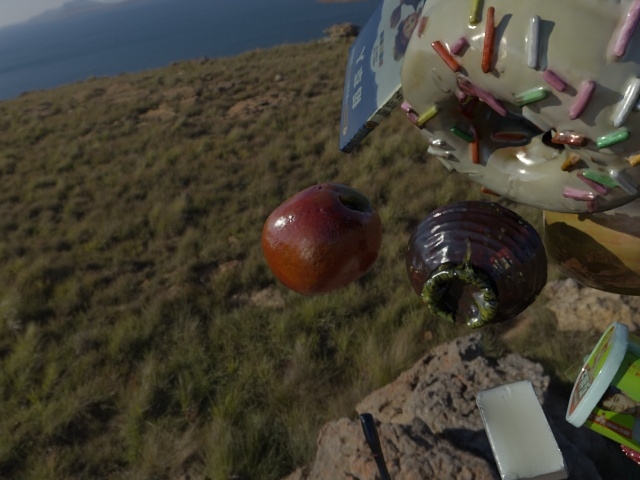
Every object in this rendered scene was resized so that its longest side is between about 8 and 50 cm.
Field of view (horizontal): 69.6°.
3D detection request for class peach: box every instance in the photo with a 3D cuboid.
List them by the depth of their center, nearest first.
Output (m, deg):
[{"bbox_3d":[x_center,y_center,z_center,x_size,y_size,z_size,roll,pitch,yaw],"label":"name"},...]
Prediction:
[{"bbox_3d":[0.001,0.002,1.381,0.373,0.372,0.290,-22,59,-17],"label":"peach"}]

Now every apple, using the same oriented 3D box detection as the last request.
[{"bbox_3d":[0.597,-0.086,0.852,0.346,0.391,0.391,-2,32,27],"label":"apple"}]

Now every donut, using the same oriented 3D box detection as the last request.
[{"bbox_3d":[0.265,-0.165,0.587,0.382,0.382,0.142,29,82,48],"label":"donut"}]

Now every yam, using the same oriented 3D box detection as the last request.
[{"bbox_3d":[0.821,0.402,1.425,0.070,0.146,0.069,3,51,-4],"label":"yam"}]

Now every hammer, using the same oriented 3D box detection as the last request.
[{"bbox_3d":[0.170,0.618,1.278,0.037,0.290,0.137,-19,-5,25],"label":"hammer"}]

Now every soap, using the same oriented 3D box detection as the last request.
[{"bbox_3d":[0.392,0.379,0.914,0.121,0.064,0.183,-19,43,14],"label":"soap"}]

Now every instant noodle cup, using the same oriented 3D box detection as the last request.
[{"bbox_3d":[0.810,0.394,1.109,0.308,0.294,0.294,28,47,25],"label":"instant noodle cup"}]

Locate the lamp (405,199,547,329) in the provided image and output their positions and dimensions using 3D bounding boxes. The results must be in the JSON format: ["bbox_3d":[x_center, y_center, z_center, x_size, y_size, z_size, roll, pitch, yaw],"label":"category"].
[{"bbox_3d":[0.264,0.044,0.801,0.247,0.247,0.247,-9,31,5],"label":"lamp"}]

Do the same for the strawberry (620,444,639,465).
[{"bbox_3d":[1.003,0.598,1.295,0.234,0.178,0.234,23,8,-3],"label":"strawberry"}]

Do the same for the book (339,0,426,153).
[{"bbox_3d":[0.152,-0.392,0.896,0.039,0.428,0.300,14,67,-20],"label":"book"}]
